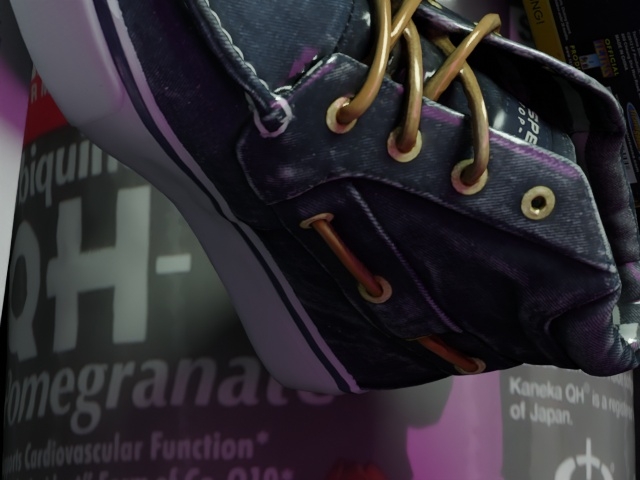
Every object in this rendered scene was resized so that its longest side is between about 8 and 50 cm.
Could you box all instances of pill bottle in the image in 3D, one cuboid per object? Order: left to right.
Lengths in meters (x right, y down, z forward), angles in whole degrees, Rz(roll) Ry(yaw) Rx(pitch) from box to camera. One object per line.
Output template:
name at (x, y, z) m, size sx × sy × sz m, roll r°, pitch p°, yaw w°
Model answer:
pill bottle at (0.000, 0.000, 0.544) m, size 0.176 × 0.176 × 0.319 m, roll 12°, pitch 73°, yaw -44°

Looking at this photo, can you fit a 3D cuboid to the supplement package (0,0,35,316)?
supplement package at (-0.167, -0.019, 0.354) m, size 0.145 × 0.204 × 0.262 m, roll 19°, pitch 69°, yaw -40°

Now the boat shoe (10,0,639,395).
boat shoe at (0.010, -0.030, 0.365) m, size 0.183 × 0.083 × 0.065 m, roll 58°, pitch 35°, yaw -52°

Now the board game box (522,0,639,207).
board game box at (0.102, -0.109, 0.504) m, size 0.141 × 0.048 × 0.170 m, roll -26°, pitch 102°, yaw -43°
